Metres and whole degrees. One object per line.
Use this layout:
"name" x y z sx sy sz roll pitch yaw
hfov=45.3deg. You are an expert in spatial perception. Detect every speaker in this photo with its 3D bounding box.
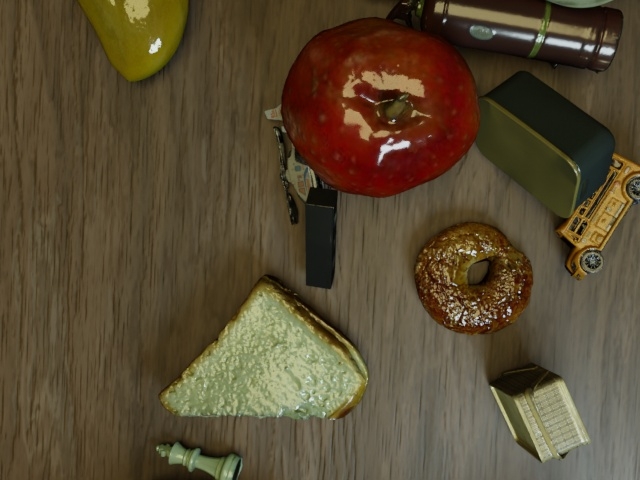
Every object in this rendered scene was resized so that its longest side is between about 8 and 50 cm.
"speaker" 0.000 0.000 1.197 0.046 0.191 0.040 7 49 6

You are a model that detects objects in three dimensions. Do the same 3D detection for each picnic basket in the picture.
"picnic basket" 0.332 0.260 1.175 0.079 0.164 0.115 -25 90 -2

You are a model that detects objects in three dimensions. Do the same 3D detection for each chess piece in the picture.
"chess piece" -0.209 0.370 1.296 0.149 0.059 0.059 16 94 12

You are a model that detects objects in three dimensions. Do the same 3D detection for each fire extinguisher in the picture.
"fire extinguisher" 0.267 -0.326 1.164 0.341 0.141 0.105 11 61 3

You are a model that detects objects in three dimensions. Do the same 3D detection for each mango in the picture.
"mango" -0.308 -0.438 1.228 0.195 0.142 0.332 -24 97 11

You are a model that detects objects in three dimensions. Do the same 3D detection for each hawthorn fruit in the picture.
"hawthorn fruit" 0.089 -0.190 1.093 0.287 0.330 0.287 -1 97 -5

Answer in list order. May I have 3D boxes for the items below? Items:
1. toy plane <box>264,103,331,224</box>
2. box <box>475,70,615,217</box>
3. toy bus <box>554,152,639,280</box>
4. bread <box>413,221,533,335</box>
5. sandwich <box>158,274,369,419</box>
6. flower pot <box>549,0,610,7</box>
"toy plane" -0.034 -0.129 1.252 0.078 0.053 0.197 -13 95 16
"box" 0.329 -0.146 1.134 0.090 0.144 0.201 -38 59 -11
"toy bus" 0.428 -0.035 1.188 0.088 0.083 0.194 32 93 13
"bread" 0.243 0.063 1.224 0.193 0.064 0.193 0 90 4
"sandwich" -0.085 0.232 1.249 0.254 0.099 0.288 44 96 3
"flower pot" 0.378 -0.473 1.045 0.307 0.307 0.244 36 71 3
